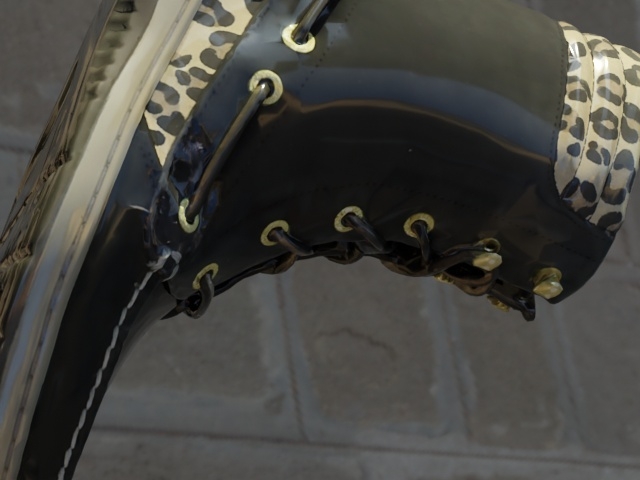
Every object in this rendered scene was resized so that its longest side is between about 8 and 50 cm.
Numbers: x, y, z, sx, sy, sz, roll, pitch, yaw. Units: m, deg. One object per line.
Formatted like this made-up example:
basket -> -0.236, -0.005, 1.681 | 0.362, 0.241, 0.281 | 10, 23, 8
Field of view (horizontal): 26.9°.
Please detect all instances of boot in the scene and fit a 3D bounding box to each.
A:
boot -> 0.001, -0.001, 0.415 | 0.179, 0.085, 0.236 | 24, 73, -18
